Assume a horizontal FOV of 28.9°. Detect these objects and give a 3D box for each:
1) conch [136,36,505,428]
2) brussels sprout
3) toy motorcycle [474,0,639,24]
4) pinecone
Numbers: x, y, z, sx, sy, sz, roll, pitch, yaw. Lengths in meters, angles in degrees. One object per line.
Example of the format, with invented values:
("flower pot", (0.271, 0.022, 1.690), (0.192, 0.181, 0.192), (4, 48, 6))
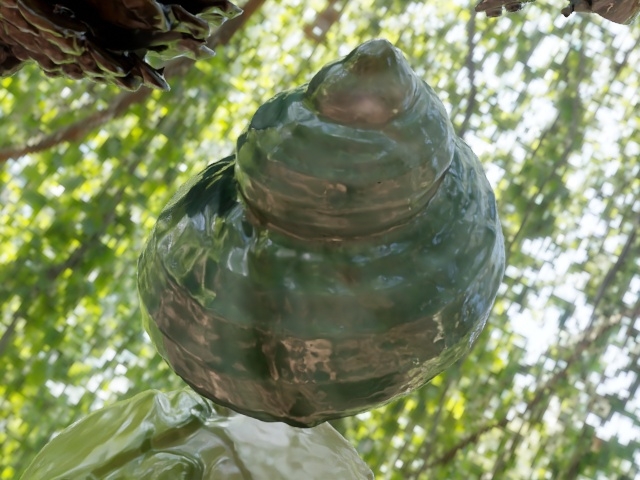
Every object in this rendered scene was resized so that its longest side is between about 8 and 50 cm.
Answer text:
("conch", (0.000, 0.000, 0.689), (0.195, 0.220, 0.277), (17, -40, 1))
("brussels sprout", (-0.085, 0.252, 0.912), (0.344, 0.268, 0.344), (12, -66, 28))
("toy motorcycle", (0.262, -0.293, 1.329), (0.270, 0.106, 0.159), (-10, -93, 53))
("pinecone", (-0.142, -0.219, 0.845), (0.224, 0.272, 0.224), (35, -3, 2))
